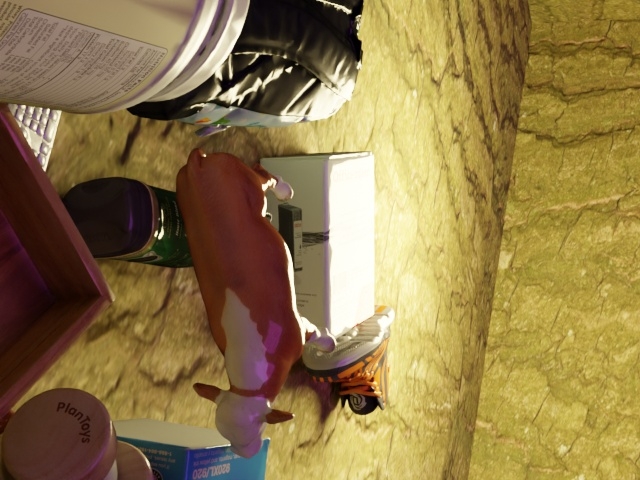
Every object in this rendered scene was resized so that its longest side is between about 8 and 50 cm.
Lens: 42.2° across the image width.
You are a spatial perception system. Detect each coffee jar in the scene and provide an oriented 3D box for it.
[{"bbox_3d":[-0.184,-0.016,0.872,0.184,0.096,0.079,14,70,-67],"label":"coffee jar"}]

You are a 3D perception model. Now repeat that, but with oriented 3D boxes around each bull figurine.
[{"bbox_3d":[-0.068,0.057,0.849,0.188,0.101,0.310,6,71,-72],"label":"bull figurine"}]

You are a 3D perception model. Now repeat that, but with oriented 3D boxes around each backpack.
[{"bbox_3d":[-0.085,-0.256,0.923,0.356,0.274,0.289,-3,96,-46],"label":"backpack"}]

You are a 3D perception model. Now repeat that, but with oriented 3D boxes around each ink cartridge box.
[{"bbox_3d":[-0.174,0.311,0.841,0.168,0.171,0.232,21,73,-66],"label":"ink cartridge box"},{"bbox_3d":[0.000,0.000,1.281,0.197,0.114,0.272,-18,110,-64],"label":"ink cartridge box"}]

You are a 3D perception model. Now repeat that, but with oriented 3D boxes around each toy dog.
[{"bbox_3d":[-0.279,0.238,0.631,0.334,0.161,0.220,-40,147,-48],"label":"toy dog"}]

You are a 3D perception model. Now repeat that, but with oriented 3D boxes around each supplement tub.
[{"bbox_3d":[-0.215,-0.214,0.582,0.325,0.236,0.235,-6,98,-64],"label":"supplement tub"}]

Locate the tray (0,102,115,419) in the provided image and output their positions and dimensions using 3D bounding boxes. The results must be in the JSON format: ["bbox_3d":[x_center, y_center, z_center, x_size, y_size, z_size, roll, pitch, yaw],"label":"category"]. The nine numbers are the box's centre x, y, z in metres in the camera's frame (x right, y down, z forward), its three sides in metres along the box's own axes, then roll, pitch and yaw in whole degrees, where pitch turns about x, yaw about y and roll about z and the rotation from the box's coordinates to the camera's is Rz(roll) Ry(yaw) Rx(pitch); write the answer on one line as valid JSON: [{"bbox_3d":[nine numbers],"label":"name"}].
[{"bbox_3d":[-0.320,0.078,0.554,0.202,0.076,0.411,67,32,-23],"label":"tray"}]

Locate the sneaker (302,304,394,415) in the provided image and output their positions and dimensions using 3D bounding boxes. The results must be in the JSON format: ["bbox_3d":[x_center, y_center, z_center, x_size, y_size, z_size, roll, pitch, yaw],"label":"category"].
[{"bbox_3d":[0.065,0.232,1.449,0.321,0.125,0.179,-22,112,-65],"label":"sneaker"}]

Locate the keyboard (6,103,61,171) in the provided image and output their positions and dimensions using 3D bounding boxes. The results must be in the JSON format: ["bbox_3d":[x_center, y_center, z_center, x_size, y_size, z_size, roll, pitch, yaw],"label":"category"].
[{"bbox_3d":[-0.283,-0.026,0.744,0.072,0.014,0.255,41,56,-62],"label":"keyboard"}]

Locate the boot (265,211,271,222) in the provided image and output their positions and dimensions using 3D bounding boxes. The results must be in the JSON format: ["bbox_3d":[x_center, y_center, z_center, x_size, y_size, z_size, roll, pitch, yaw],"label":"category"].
[{"bbox_3d":[-0.096,0.004,1.065,0.219,0.106,0.082,8,85,-67],"label":"boot"}]
